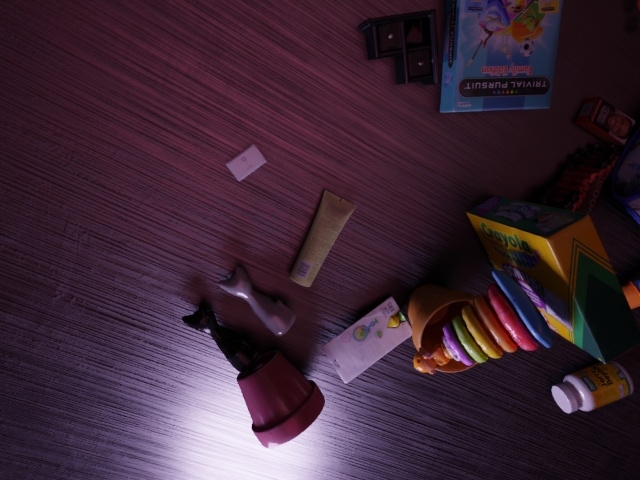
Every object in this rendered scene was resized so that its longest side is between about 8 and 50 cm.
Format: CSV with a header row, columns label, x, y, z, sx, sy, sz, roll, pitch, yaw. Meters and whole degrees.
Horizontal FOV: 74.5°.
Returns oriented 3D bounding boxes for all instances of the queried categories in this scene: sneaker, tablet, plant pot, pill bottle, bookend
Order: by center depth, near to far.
label,x,y,z,sx,sy,sz,roll,pitch,yaw
bookend,0.179,-0.423,0.956,0.158,0.072,0.156,-11,109,-7
tablet,-0.176,-0.185,0.995,0.083,0.006,0.054,-36,109,1
plant pot,-0.116,0.395,1.096,0.202,0.201,0.180,-31,94,0
plant pot,0.322,0.207,1.113,0.205,0.188,0.204,-3,108,-9
sneaker,0.700,-0.141,1.131,0.276,0.098,0.135,-48,131,-9
pill bottle,0.854,0.467,1.332,0.209,0.117,0.117,-19,109,-4

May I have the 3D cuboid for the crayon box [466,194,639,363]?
label,x,y,z,sx,sy,sz,roll,pitch,yaw
crayon box,0.526,0.065,0.998,0.106,0.363,0.313,-32,103,2

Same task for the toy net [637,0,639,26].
label,x,y,z,sx,sy,sz,roll,pitch,yaw
toy net,0.820,-0.640,1.030,0.122,0.045,0.232,-14,107,-4

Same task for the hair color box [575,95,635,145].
label,x,y,z,sx,sy,sz,roll,pitch,yaw
hair color box,0.751,-0.313,1.109,0.141,0.043,0.071,22,92,-17

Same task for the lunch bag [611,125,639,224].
label,x,y,z,sx,sy,sz,roll,pitch,yaw
lunch bag,0.982,-0.190,1.090,0.328,0.239,0.385,29,103,-25

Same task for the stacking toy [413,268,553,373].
label,x,y,z,sx,sy,sz,roll,pitch,yaw
stacking toy,0.342,0.219,0.952,0.302,0.175,0.166,-37,143,18

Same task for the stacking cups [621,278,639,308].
label,x,y,z,sx,sy,sz,roll,pitch,yaw
stacking cups,0.960,0.147,1.221,0.316,0.096,0.096,-34,111,24

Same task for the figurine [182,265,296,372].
label,x,y,z,sx,sy,sz,roll,pitch,yaw
figurine,-0.204,0.194,1.067,0.215,0.092,0.209,-45,105,4

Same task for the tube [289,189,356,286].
label,x,y,z,sx,sy,sz,roll,pitch,yaw
tube,0.000,0.000,1.062,0.070,0.062,0.240,16,101,-60

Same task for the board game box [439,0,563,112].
label,x,y,z,sx,sy,sz,roll,pitch,yaw
board game box,0.421,-0.478,0.982,0.254,0.079,0.335,-5,107,-9

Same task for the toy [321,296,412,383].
label,x,y,z,sx,sy,sz,roll,pitch,yaw
toy,0.127,0.268,1.165,0.237,0.056,0.136,-33,106,-5
